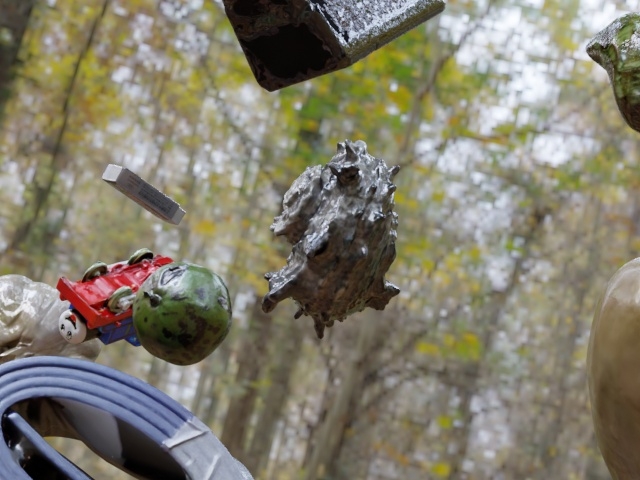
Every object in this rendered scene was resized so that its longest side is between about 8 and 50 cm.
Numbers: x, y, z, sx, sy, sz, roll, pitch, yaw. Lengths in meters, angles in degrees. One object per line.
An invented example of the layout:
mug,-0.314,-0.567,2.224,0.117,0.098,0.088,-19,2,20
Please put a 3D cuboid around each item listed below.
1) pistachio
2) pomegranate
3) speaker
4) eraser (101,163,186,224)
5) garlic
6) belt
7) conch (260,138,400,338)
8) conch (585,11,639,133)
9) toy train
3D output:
pistachio,0.308,0.136,1.275,0.163,0.260,0.213,7,11,20
pomegranate,-0.152,0.088,1.722,0.122,0.122,0.161,6,-8,24
speaker,0.016,-0.369,2.275,0.180,0.184,0.388,-13,14,37
eraser,-0.253,-0.065,2.109,0.122,0.029,0.052,36,-11,-30
garlic,-0.439,0.165,2.182,0.228,0.228,0.152,17,-4,-11
belt,-0.219,0.261,1.534,0.347,0.212,0.117,31,-31,14
conch,0.006,-0.007,2.023,0.186,0.240,0.313,-1,-50,-17
conch,0.464,-0.235,2.046,0.181,0.187,0.124,50,-55,-2
toy train,-0.268,0.085,1.994,0.083,0.131,0.204,43,33,22
